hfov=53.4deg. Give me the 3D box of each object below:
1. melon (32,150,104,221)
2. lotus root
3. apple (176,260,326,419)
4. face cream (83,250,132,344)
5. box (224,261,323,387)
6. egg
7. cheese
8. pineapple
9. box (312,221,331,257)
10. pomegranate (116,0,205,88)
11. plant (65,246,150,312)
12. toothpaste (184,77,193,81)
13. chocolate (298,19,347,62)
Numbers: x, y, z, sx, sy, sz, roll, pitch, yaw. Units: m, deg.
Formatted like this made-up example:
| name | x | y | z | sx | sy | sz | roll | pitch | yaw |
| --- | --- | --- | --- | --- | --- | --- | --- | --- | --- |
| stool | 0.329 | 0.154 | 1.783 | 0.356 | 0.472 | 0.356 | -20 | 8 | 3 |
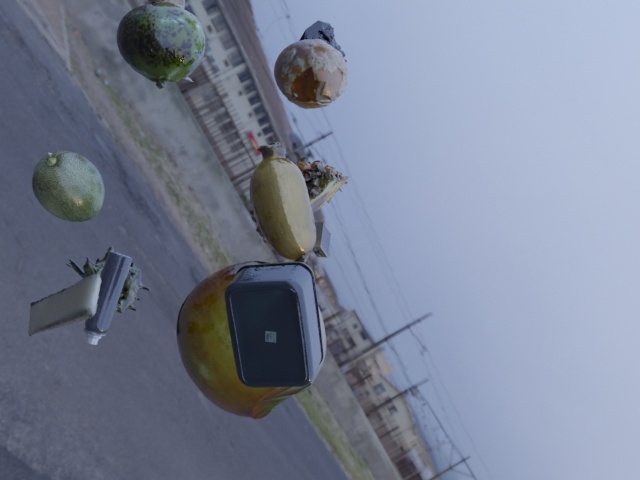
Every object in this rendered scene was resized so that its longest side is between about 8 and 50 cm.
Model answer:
| name | x | y | z | sx | sy | sz | roll | pitch | yaw |
| --- | --- | --- | --- | --- | --- | --- | --- | --- | --- |
| melon | -0.543 | -0.119 | 1.372 | 0.139 | 0.139 | 0.192 | 58 | -11 | 34 |
| lotus root | -0.095 | -0.083 | 1.506 | 0.146 | 0.131 | 0.303 | -11 | -85 | 51 |
| apple | -0.153 | 0.243 | 1.531 | 0.374 | 0.374 | 0.384 | 59 | -3 | 25 |
| face cream | -0.647 | 0.174 | 1.923 | 0.073 | 0.284 | 0.073 | 17 | -4 | 1 |
| box | -0.078 | 0.145 | 1.072 | 0.090 | 0.144 | 0.201 | -59 | 145 | -71 |
| egg | -0.031 | -0.471 | 1.797 | 0.233 | 0.195 | 0.195 | 20 | -25 | 28 |
| cheese | -0.559 | 0.148 | 1.371 | 0.400 | 0.034 | 0.085 | -20 | -114 | 48 |
| pineapple | -0.069 | -0.189 | 1.904 | 0.209 | 0.344 | 0.286 | 47 | -34 | 7 |
| box | 0.000 | 0.000 | 1.809 | 0.079 | 0.035 | 0.083 | 55 | 39 | -61 |
| pomegranate | -0.399 | -0.539 | 1.642 | 0.204 | 0.222 | 0.277 | 86 | 9 | -58 |
| plant | -0.741 | 0.131 | 2.246 | 0.251 | 0.180 | 0.333 | 56 | -18 | -19 |
| toothpaste | -0.500 | -0.549 | 1.992 | 0.089 | 0.057 | 0.234 | 16 | -7 | 31 |
| chocolate | 0.020 | -0.627 | 2.259 | 0.177 | 0.224 | 0.206 | 44 | 28 | 13 |
